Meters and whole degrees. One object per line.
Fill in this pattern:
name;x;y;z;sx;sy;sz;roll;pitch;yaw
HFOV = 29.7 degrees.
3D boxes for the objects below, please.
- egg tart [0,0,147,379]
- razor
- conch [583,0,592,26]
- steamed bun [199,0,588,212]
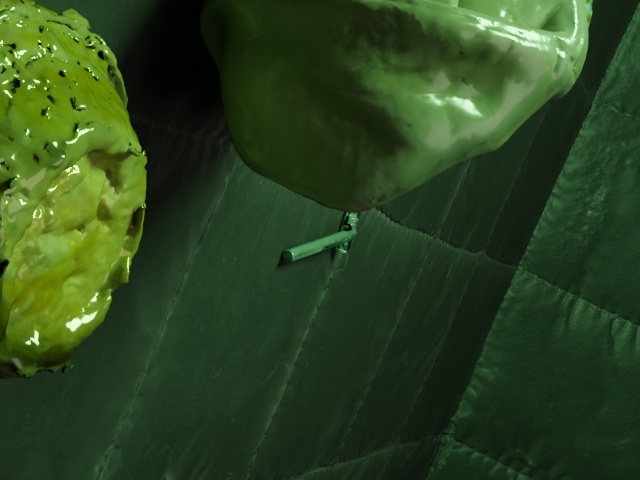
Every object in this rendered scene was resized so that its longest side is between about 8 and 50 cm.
egg tart;-0.230;-0.016;0.924;0.345;0.132;0.345;-54;157;-35
razor;0.006;0.003;1.717;0.211;0.036;0.084;-28;136;-62
conch;0.268;-0.306;1.708;0.319;0.215;0.303;-50;177;-29
steamed bun;0.053;-0.213;1.152;0.368;0.342;0.255;-35;121;-24
